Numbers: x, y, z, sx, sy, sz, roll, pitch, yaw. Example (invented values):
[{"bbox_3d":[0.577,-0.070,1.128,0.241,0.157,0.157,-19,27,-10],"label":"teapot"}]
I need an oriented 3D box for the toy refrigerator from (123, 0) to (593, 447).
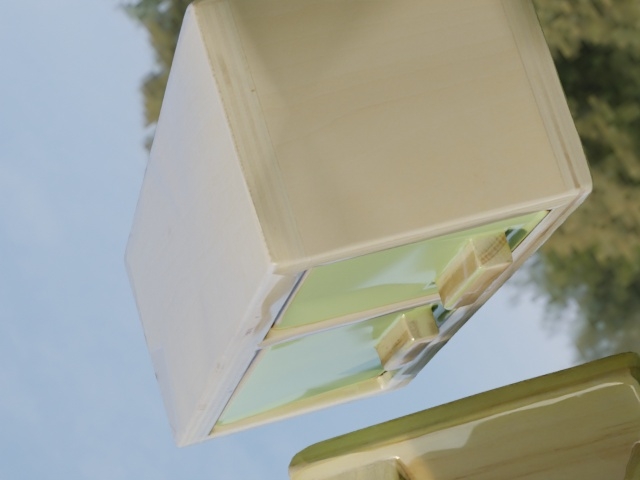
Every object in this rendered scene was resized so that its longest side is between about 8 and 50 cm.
[{"bbox_3d":[0.000,0.000,0.689,0.269,0.102,0.094,120,134,-70],"label":"toy refrigerator"}]

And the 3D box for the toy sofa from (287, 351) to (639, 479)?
[{"bbox_3d":[0.043,0.215,0.596,0.177,0.150,0.362,57,-147,-20],"label":"toy sofa"}]
